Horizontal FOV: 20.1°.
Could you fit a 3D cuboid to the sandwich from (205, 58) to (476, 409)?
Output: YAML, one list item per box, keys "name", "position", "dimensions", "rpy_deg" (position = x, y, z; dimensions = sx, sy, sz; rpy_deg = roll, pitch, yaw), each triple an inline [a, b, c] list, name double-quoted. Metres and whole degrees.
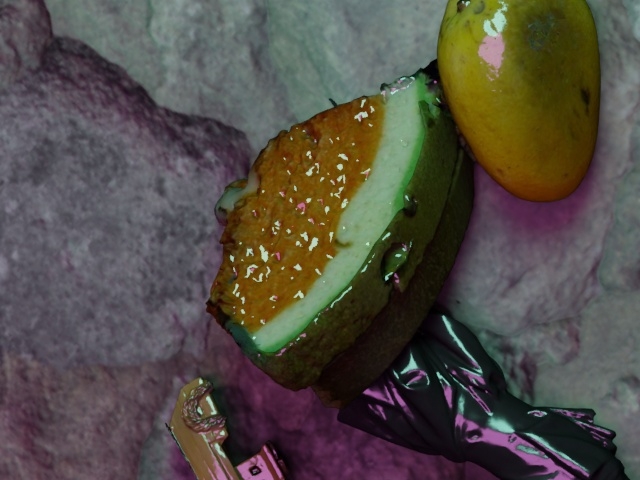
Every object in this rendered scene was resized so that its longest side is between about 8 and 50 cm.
- name: "sandwich"
  position: [0.006, 0.007, 1.405]
  dimensions: [0.212, 0.109, 0.292]
  rpy_deg: [-10, 46, 27]

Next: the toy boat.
- name: "toy boat"
  position: [-0.057, 0.207, 1.502]
  dimensions: [0.072, 0.064, 0.206]
  rpy_deg: [-31, 86, -2]

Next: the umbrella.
- name: "umbrella"
  position: [0.167, 0.164, 1.409]
  dimensions: [0.340, 0.118, 0.118]
  rpy_deg: [30, 101, 12]

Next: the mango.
- name: "mango"
  position: [0.161, -0.122, 1.387]
  dimensions: [0.098, 0.137, 0.195]
  rpy_deg: [0, 117, 56]
